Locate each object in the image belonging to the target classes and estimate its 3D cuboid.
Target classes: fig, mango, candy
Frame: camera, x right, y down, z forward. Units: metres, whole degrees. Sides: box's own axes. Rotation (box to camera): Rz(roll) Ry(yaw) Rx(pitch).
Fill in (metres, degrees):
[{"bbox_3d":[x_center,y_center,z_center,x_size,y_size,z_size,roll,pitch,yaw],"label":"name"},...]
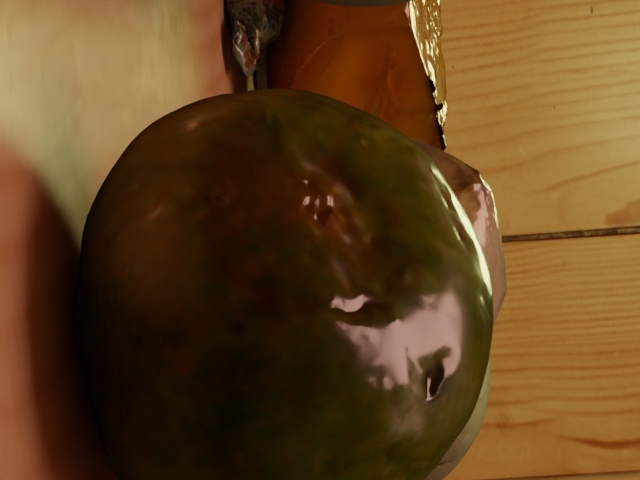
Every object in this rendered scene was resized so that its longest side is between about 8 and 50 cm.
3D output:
[{"bbox_3d":[-0.009,0.048,0.666,0.233,0.167,0.167,69,16,-52],"label":"fig"},{"bbox_3d":[0.026,-0.174,1.338,0.257,0.138,0.187,-95,-176,-56],"label":"mango"},{"bbox_3d":[-0.044,-0.188,1.258,0.053,0.046,0.182,79,10,-49],"label":"candy"}]

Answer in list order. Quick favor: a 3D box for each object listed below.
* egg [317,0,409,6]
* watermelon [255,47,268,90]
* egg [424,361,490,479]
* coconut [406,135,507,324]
[{"bbox_3d":[0.022,-0.240,0.927,0.371,0.230,0.230,-51,137,-76],"label":"egg"},{"bbox_3d":[0.000,-0.118,1.519,0.256,0.139,0.193,3,75,-79],"label":"watermelon"},{"bbox_3d":[0.082,0.133,1.782,0.186,0.186,0.253,69,16,-78],"label":"egg"},{"bbox_3d":[0.024,0.013,0.987,0.183,0.171,0.171,-46,-152,33],"label":"coconut"}]
